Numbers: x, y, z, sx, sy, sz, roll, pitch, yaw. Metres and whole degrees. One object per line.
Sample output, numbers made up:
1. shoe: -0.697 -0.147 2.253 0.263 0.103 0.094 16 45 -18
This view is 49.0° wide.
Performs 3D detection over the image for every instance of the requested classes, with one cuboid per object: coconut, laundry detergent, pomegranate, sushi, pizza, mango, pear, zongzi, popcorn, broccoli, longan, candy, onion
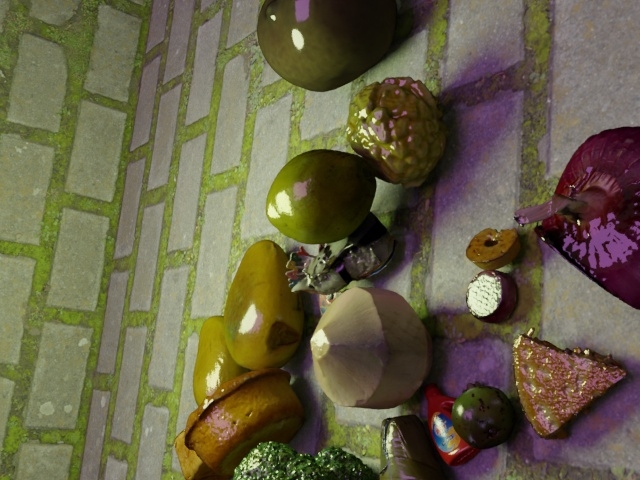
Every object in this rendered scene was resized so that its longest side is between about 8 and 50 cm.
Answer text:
1. coconut: 0.094 0.225 1.438 0.259 0.259 0.259 -23 61 50
2. laundry detergent: 0.247 0.344 1.356 0.097 0.049 0.165 -45 44 22
3. pomegranate: 0.288 0.308 1.269 0.142 0.114 0.114 -101 34 -70
4. sushi: 0.062 0.060 1.620 0.273 0.109 0.134 -46 18 13
5. pizza: 0.415 0.228 1.151 0.199 0.062 0.188 -19 76 44
6. mango: -0.284 0.355 2.024 0.195 0.142 0.332 -33 46 37
7. pear: 0.002 -0.097 1.552 0.269 0.212 0.212 -23 59 27
8. zongzi: 0.206 0.445 1.317 0.256 0.115 0.228 -16 66 54
9. popcorn: 0.169 -0.240 1.531 0.212 0.259 0.259 -44 40 2
10. broccoli: -0.055 0.616 1.492 0.413 0.310 0.321 -32 36 3
11. longan: 0.010 -0.539 1.741 0.361 0.361 0.361 -23 61 50
12. candy: 0.323 0.106 1.331 0.103 0.043 0.103 -23 61 50
13. onion: 0.466 -0.040 1.025 0.256 0.272 0.230 41 104 16
14. mango: -0.155 0.169 1.863 0.253 0.182 0.365 -30 56 48

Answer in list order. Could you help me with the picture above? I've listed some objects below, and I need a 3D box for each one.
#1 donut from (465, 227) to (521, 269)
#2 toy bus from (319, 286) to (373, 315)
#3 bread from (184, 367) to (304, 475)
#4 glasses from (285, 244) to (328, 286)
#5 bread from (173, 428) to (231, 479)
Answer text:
1. donut: 0.328 0.019 1.328 0.097 0.043 0.108 -47 23 -17
2. toy bus: 0.071 0.149 1.658 0.192 0.065 0.077 -9 80 54
3. bread: -0.185 0.450 1.742 0.172 0.312 0.312 51 122 29
4. glasses: -0.003 0.000 1.725 0.095 0.162 0.255 29 102 58
5. bread: -0.313 0.590 1.983 0.143 0.149 0.158 -54 40 34
